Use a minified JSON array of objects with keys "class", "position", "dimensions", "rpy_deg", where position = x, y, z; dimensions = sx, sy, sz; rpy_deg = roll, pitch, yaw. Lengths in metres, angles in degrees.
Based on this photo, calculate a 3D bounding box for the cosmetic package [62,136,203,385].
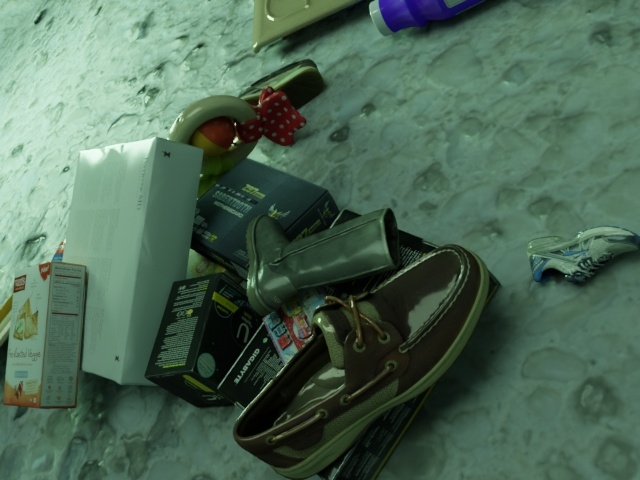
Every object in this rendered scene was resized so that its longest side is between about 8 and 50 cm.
[{"class":"cosmetic package","position":[-0.329,0.031,1.240],"dimensions":[0.285,0.098,0.376],"rpy_deg":[2,83,51]}]

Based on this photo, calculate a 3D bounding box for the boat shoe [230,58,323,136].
[{"class":"boat shoe","position":[-0.098,-0.273,1.427],"dimensions":[0.224,0.080,0.073],"rpy_deg":[-26,39,15]}]

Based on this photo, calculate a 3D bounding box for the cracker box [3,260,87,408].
[{"class":"cracker box","position":[-0.457,0.157,1.237],"dimensions":[0.156,0.067,0.232],"rpy_deg":[-11,73,47]}]

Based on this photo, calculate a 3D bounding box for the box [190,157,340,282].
[{"class":"box","position":[-0.110,-0.035,1.219],"dimensions":[0.183,0.059,0.233],"rpy_deg":[-44,42,-19]}]

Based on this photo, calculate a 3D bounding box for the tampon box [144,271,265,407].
[{"class":"tampon box","position":[-0.164,0.149,1.108],"dimensions":[0.102,0.120,0.160],"rpy_deg":[-13,51,34]}]

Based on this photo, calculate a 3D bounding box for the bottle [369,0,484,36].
[{"class":"bottle","position":[0.219,-0.437,1.270],"dimensions":[0.283,0.092,0.118],"rpy_deg":[-20,42,29]}]

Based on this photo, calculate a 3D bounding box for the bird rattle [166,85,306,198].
[{"class":"bird rattle","position":[-0.162,-0.178,1.321],"dimensions":[0.254,0.207,0.143],"rpy_deg":[-37,59,26]}]

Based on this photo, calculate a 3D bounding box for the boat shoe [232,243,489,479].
[{"class":"boat shoe","position":[0.041,0.122,0.837],"dimensions":[0.342,0.123,0.123],"rpy_deg":[-43,41,5]}]

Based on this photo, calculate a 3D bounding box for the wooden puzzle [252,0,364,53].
[{"class":"wooden puzzle","position":[0.001,-0.570,1.547],"dimensions":[0.348,0.081,0.321],"rpy_deg":[-19,59,35]}]

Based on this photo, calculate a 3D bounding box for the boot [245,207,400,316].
[{"class":"boot","position":[0.001,0.000,1.009],"dimensions":[0.209,0.076,0.189],"rpy_deg":[-29,44,23]}]

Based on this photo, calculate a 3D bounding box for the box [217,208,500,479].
[{"class":"box","position":[0.041,0.132,0.983],"dimensions":[0.257,0.079,0.322],"rpy_deg":[24,76,46]}]

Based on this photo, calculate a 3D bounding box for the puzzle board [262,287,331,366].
[{"class":"puzzle board","position":[-0.022,0.114,0.984],"dimensions":[0.096,0.011,0.128],"rpy_deg":[-41,41,7]}]

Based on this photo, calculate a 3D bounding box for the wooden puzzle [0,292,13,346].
[{"class":"wooden puzzle","position":[-0.636,0.161,1.502],"dimensions":[0.221,0.044,0.239],"rpy_deg":[-54,17,-8]}]

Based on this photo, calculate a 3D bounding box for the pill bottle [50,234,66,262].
[{"class":"pill bottle","position":[-0.451,0.060,1.421],"dimensions":[0.124,0.124,0.221],"rpy_deg":[-4,56,39]}]

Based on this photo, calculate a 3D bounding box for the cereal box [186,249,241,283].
[{"class":"cereal box","position":[-0.250,0.057,1.311],"dimensions":[0.173,0.047,0.240],"rpy_deg":[-46,40,1]}]

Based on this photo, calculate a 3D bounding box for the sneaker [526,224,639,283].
[{"class":"sneaker","position":[0.307,0.023,0.871],"dimensions":[0.135,0.052,0.058],"rpy_deg":[-15,59,41]}]
